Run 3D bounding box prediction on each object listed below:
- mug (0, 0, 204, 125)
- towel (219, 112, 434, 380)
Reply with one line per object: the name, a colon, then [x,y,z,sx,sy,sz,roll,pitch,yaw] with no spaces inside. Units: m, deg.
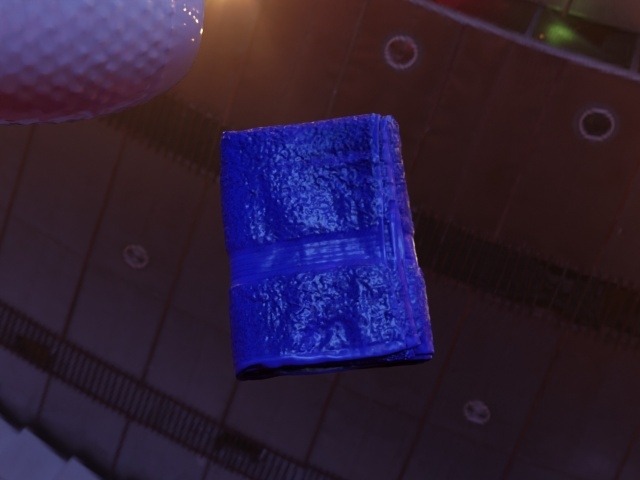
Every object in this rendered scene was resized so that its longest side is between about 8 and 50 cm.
mug: [-0.322,-0.309,1.047,0.276,0.328,0.374,-44,-125,52]
towel: [0.000,0.000,1.075,0.227,0.308,0.076,-6,-21,0]
